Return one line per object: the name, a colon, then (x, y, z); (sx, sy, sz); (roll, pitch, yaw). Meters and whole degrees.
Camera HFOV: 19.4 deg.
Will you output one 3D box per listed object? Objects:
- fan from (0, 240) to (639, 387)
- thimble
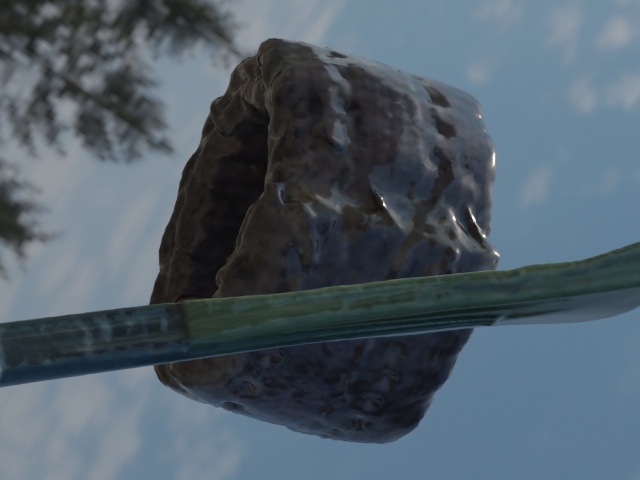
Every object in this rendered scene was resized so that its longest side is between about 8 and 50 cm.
fan: (0.000, 0.020, 0.434); (0.038, 0.193, 0.016); (-44, -123, 54)
thimble: (-0.001, 0.002, 0.739); (0.150, 0.097, 0.150); (-163, -90, -71)
